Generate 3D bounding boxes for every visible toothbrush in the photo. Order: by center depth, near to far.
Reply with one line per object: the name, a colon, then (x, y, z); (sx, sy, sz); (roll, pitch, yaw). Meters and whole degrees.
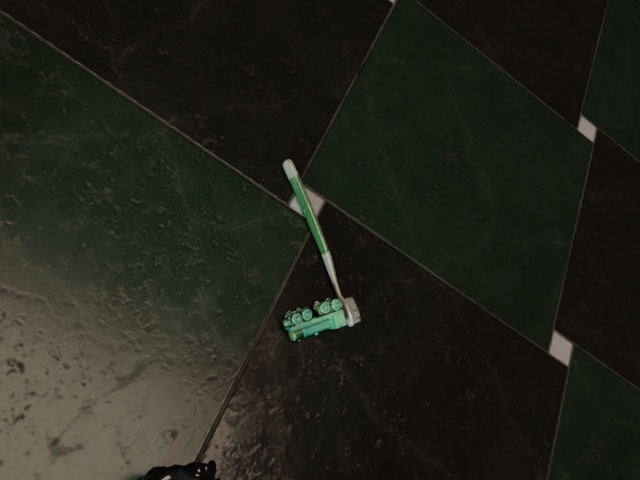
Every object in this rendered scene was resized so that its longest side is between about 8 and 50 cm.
toothbrush: (0.000, 0.000, 0.954); (0.024, 0.018, 0.257); (-17, 78, -36)

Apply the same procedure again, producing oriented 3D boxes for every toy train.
toy train: (-0.008, 0.106, 0.900); (0.092, 0.029, 0.045); (-16, 94, -29)

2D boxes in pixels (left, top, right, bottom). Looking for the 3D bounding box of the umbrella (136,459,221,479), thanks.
umbrella: (-0.118, 0.363, 0.680); (0.122, 0.110, 0.273); (-1, 69, -39)
